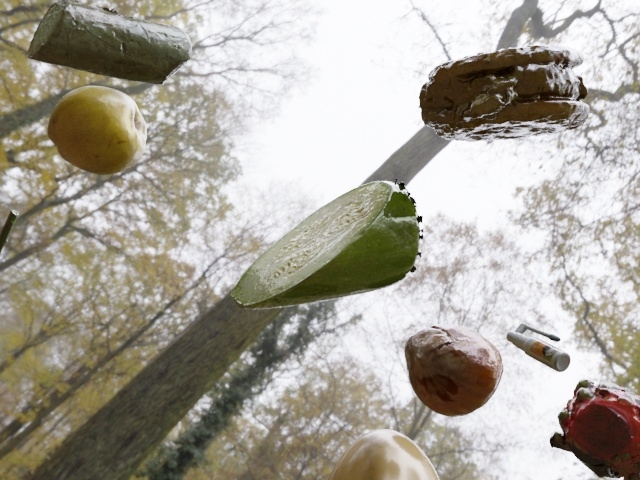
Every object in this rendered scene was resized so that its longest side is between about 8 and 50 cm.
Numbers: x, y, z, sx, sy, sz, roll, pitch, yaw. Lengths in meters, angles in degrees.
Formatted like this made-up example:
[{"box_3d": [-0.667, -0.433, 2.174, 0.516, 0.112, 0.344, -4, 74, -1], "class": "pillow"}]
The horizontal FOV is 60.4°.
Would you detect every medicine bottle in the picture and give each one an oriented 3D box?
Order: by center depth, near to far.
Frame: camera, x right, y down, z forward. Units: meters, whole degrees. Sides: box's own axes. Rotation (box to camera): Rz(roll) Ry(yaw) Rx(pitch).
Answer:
[{"box_3d": [0.641, 0.305, 1.615, 0.061, 0.092, 0.221, 44, -7, -22], "class": "medicine bottle"}]

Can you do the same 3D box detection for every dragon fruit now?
[{"box_3d": [0.464, 0.305, 0.887, 0.167, 0.160, 0.172, -16, -28, 31], "class": "dragon fruit"}]

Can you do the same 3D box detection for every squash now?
[{"box_3d": [0.000, 0.000, 0.828, 0.189, 0.261, 0.189, 177, -90, -65], "class": "squash"}]

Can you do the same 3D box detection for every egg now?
[{"box_3d": [0.098, 0.420, 0.863, 0.201, 0.244, 0.201, 5, -39, 4], "class": "egg"}]

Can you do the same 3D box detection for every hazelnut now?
[{"box_3d": [0.239, 0.245, 1.021, 0.182, 0.182, 0.182, 22, -45, 24], "class": "hazelnut"}]

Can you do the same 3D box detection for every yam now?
[{"box_3d": [-0.135, -0.127, 0.356, 0.043, 0.094, 0.043, -7, -99, 53], "class": "yam"}]

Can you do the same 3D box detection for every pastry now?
[{"box_3d": [0.265, -0.224, 0.823, 0.240, 0.235, 0.131, 0, -88, 64], "class": "pastry"}]

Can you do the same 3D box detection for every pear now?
[{"box_3d": [-0.508, -0.250, 1.249, 0.209, 0.209, 0.208, 22, -45, 24], "class": "pear"}]

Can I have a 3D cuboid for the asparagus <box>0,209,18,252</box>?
[{"box_3d": [-0.452, 0.029, 0.763, 0.016, 0.016, 0.162, 21, -72, -24], "class": "asparagus"}]
